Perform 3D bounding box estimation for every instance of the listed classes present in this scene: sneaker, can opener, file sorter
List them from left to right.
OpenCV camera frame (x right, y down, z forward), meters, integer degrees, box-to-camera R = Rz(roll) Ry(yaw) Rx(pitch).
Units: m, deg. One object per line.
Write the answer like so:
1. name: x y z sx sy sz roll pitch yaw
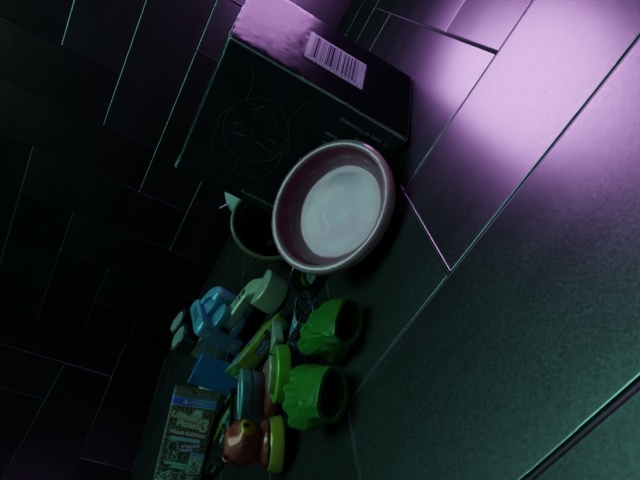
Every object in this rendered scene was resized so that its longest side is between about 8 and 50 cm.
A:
1. file sorter: -0.337 0.430 1.586 0.118 0.170 0.104 -61 16 16
2. can opener: -0.198 0.398 1.408 0.186 0.059 0.073 -52 22 39
3. sneaker: -0.038 0.235 1.162 0.081 0.080 0.211 90 -169 -62
4. sneaker: 0.000 0.000 1.280 0.300 0.111 0.121 -57 15 19

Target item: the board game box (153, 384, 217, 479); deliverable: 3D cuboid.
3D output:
1. board game box: -0.445 0.649 1.552 0.232 0.141 0.291 150 132 -72

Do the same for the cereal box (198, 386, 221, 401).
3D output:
1. cereal box: -0.437 0.585 1.871 0.173 0.047 0.240 -65 18 2

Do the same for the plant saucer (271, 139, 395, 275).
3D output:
1. plant saucer: 0.034 -0.074 1.115 0.332 0.084 0.332 -13 66 32

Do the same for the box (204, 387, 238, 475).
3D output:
1. box: -0.302 0.595 1.477 0.190 0.045 0.184 -61 15 19

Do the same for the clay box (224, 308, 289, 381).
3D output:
1. clay box: -0.177 0.306 1.387 0.222 0.053 0.127 -48 4 -37

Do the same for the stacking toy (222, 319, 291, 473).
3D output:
1. stacking toy: -0.159 0.352 1.114 0.309 0.130 0.279 -131 47 -72

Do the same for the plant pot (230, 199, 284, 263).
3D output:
1. plant pot: -0.179 -0.027 1.645 0.229 0.263 0.263 114 174 -70

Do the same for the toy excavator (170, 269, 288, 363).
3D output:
1. toy excavator: -0.323 0.255 1.697 0.445 0.222 0.433 -55 24 1

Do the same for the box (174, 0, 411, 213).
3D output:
1. box: -0.081 -0.325 1.308 0.472 0.480 0.297 -46 25 46

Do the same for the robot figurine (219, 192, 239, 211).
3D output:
1. robot figurine: -0.220 -0.189 1.807 0.353 0.200 0.300 -20 -27 -47

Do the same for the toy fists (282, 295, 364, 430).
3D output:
1. toy fists: 0.005 0.248 0.965 0.142 0.096 0.279 -23 43 47

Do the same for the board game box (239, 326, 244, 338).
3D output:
1. board game box: -0.357 0.402 1.913 0.186 0.026 0.126 -56 20 28
